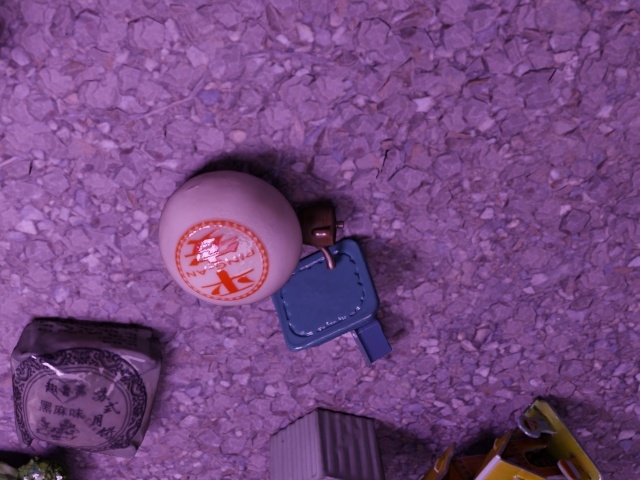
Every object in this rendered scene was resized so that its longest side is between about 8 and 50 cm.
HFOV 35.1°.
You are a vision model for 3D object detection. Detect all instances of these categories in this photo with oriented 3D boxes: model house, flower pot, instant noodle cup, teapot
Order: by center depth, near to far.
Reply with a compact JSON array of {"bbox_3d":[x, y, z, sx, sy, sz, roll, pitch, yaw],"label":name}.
[{"bbox_3d":[0.000,0.000,1.649,0.080,0.085,0.110,-2,112,7],"label":"teapot"},{"bbox_3d":[0.014,0.100,1.700,0.179,0.157,0.070,-25,146,12],"label":"instant noodle cup"},{"bbox_3d":[0.320,0.513,1.834,0.323,0.340,0.300,2,132,-37],"label":"model house"},{"bbox_3d":[0.018,0.459,1.917,0.239,0.190,0.209,14,123,-13],"label":"flower pot"}]

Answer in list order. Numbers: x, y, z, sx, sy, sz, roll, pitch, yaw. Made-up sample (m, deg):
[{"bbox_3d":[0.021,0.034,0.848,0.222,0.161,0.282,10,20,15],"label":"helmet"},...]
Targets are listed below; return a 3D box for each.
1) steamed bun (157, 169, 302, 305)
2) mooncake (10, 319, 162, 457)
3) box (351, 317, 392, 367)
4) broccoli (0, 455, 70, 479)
[{"bbox_3d":[-0.148,0.009,1.587,0.231,0.145,0.232,6,123,9],"label":"steamed bun"},{"bbox_3d":[-0.415,0.270,1.779,0.254,0.136,0.250,7,120,-10],"label":"mooncake"},{"bbox_3d":[0.084,0.166,1.790,0.054,0.074,0.099,-26,124,0],"label":"box"},{"bbox_3d":[-0.624,0.567,1.880,0.310,0.321,0.413,34,133,-16],"label":"broccoli"}]
